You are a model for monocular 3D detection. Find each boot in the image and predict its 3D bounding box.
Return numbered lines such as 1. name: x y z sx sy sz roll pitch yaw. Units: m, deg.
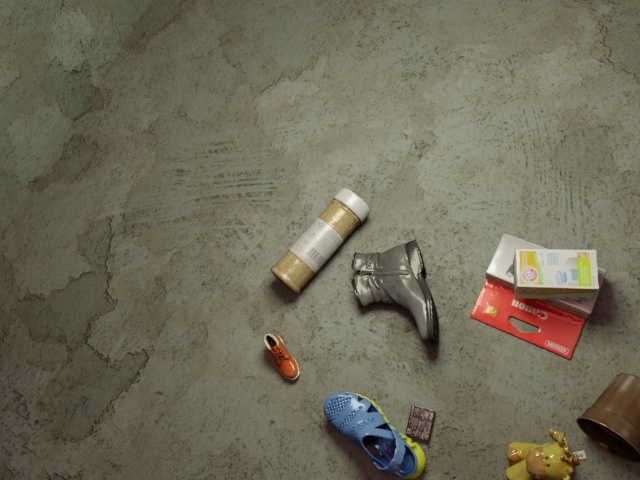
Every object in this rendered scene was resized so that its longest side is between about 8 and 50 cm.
1. boot: -0.120 0.348 1.751 0.059 0.084 0.158 -35 66 -3
2. boot: 0.217 0.170 1.731 0.223 0.118 0.338 -16 54 11

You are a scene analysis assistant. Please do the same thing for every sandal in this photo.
1. sandal: 0.136 0.521 1.578 0.317 0.138 0.126 31 92 26

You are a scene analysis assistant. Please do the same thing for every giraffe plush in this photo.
1. giraffe plush: 0.565 0.556 1.436 0.210 0.170 0.181 -29 64 2

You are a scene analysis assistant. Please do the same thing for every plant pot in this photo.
1. plant pot: 0.756 0.430 1.451 0.167 0.167 0.165 34 73 24

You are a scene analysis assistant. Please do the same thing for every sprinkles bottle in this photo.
1. sprinkles bottle: 0.000 0.000 1.839 0.121 0.121 0.355 39 82 25

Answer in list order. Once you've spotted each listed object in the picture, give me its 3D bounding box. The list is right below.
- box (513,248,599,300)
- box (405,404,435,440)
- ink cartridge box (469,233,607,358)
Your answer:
1. box: 0.628 0.093 1.574 0.203 0.103 0.114 1 67 14
2. box: 0.277 0.504 1.618 0.067 0.018 0.083 10 71 18
3. ink cartridge box: 0.609 0.151 1.649 0.296 0.066 0.261 22 75 22
